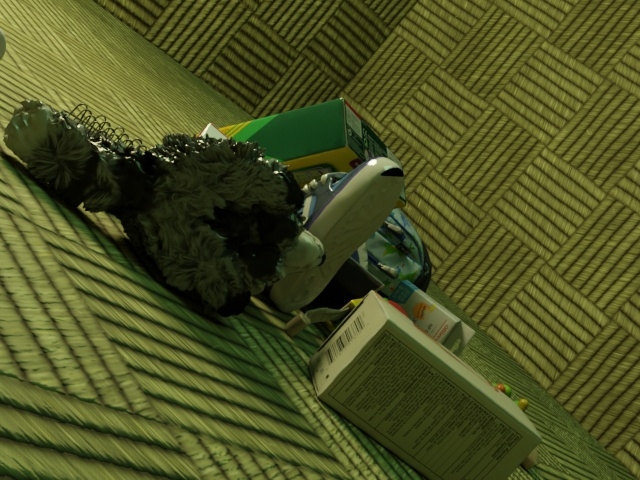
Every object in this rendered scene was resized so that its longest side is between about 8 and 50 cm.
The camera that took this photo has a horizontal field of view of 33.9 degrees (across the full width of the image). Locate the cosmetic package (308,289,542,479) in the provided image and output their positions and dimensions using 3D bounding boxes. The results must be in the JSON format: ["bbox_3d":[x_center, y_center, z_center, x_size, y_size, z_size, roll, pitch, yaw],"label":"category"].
[{"bbox_3d":[0.144,0.225,1.480,0.296,0.153,0.129,40,8,-16],"label":"cosmetic package"}]

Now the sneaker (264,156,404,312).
[{"bbox_3d":[-0.035,-0.068,1.670,0.130,0.322,0.236,0,45,-49],"label":"sneaker"}]

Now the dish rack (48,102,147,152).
[{"bbox_3d":[-0.304,-0.126,1.596,0.208,0.074,0.271,35,8,-41],"label":"dish rack"}]

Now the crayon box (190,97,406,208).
[{"bbox_3d":[-0.039,-0.129,1.990,0.363,0.313,0.106,36,46,-64],"label":"crayon box"}]

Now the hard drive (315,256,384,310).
[{"bbox_3d":[0.005,0.058,1.860,0.172,0.054,0.255,40,-15,-8],"label":"hard drive"}]

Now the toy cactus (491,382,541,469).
[{"bbox_3d":[0.370,0.371,2.084,0.180,0.112,0.219,63,12,18],"label":"toy cactus"}]

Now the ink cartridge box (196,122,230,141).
[{"bbox_3d":[-0.188,-0.102,1.701,0.109,0.150,0.063,39,42,-14],"label":"ink cartridge box"}]

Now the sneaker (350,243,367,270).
[{"bbox_3d":[-0.015,-0.020,2.278,0.127,0.182,0.315,34,39,-54],"label":"sneaker"}]

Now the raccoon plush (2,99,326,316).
[{"bbox_3d":[-0.188,-0.076,1.453,0.446,0.216,0.299,39,-1,-7],"label":"raccoon plush"}]

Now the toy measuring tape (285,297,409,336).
[{"bbox_3d":[0.064,0.158,1.704,0.121,0.121,0.330,43,20,22],"label":"toy measuring tape"}]

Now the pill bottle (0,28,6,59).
[{"bbox_3d":[-0.526,-0.314,1.522,0.152,0.086,0.086,46,9,32],"label":"pill bottle"}]

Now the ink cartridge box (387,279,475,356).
[{"bbox_3d":[0.214,0.175,2.152,0.181,0.104,0.061,37,8,14],"label":"ink cartridge box"}]

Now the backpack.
[{"bbox_3d":[0.094,-0.021,2.489,0.356,0.273,0.290,25,18,-18],"label":"backpack"}]
